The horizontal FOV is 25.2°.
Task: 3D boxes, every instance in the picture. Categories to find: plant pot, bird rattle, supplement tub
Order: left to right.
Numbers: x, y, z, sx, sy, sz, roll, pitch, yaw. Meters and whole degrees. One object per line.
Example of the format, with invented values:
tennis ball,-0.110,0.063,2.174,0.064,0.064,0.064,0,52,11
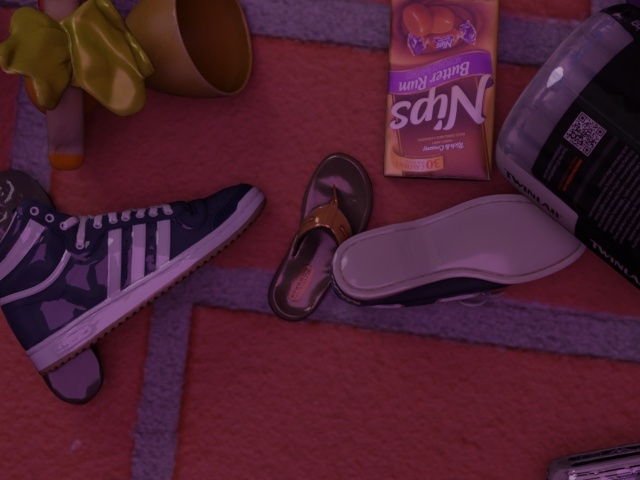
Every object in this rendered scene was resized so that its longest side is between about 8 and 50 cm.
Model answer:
bird rattle,-0.255,-0.187,1.383,0.143,0.253,0.207,-5,129,-18
plant pot,-0.143,-0.197,1.414,0.095,0.134,0.134,-13,91,27
supplement tub,0.345,-0.044,1.308,0.338,0.207,0.207,42,93,19

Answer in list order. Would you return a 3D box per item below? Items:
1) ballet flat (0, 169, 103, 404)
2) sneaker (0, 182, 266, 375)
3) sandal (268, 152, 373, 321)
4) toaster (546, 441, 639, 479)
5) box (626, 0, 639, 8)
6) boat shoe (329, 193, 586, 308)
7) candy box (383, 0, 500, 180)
ballet flat,-0.282,0.049,1.460,0.084,0.058,0.250,-22,87,-9
sneaker,-0.199,-0.009,1.404,0.282,0.099,0.153,-36,93,-12
sandal,0.000,0.000,1.443,0.072,0.049,0.180,25,93,2
toaster,0.310,0.278,1.402,0.226,0.129,0.147,-11,87,5
box,0.441,-0.281,1.338,0.293,0.201,0.057,-15,91,3
boat shoe,0.135,0.020,1.421,0.254,0.079,0.095,-15,75,-5
candy box,0.120,-0.154,1.432,0.109,0.053,0.187,2,93,2
